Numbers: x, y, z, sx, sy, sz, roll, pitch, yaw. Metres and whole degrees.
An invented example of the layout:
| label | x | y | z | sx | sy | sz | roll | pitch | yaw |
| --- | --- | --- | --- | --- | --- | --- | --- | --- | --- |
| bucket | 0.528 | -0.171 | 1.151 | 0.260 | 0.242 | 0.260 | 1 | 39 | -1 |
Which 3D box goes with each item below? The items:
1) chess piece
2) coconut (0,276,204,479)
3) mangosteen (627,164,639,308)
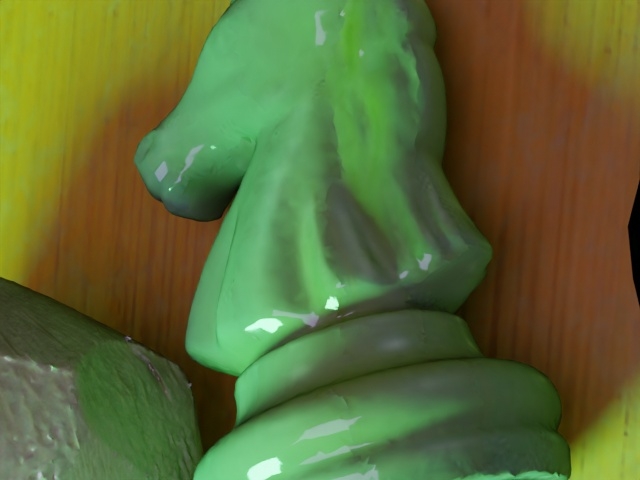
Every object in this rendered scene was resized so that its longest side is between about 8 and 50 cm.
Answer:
| label | x | y | z | sx | sy | sz | roll | pitch | yaw |
| --- | --- | --- | --- | --- | --- | --- | --- | --- | --- |
| chess piece | 0.000 | 0.000 | 0.671 | 0.176 | 0.176 | 0.298 | -24 | 67 | 24 |
| coconut | -0.162 | 0.126 | 0.699 | 0.224 | 0.224 | 0.234 | -4 | 91 | 25 |
| mangosteen | 0.282 | -0.039 | 0.385 | 0.381 | 0.421 | 0.381 | 4 | 101 | 18 |
